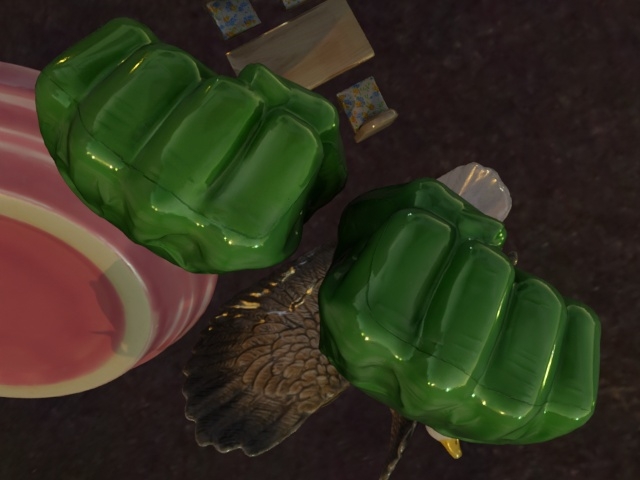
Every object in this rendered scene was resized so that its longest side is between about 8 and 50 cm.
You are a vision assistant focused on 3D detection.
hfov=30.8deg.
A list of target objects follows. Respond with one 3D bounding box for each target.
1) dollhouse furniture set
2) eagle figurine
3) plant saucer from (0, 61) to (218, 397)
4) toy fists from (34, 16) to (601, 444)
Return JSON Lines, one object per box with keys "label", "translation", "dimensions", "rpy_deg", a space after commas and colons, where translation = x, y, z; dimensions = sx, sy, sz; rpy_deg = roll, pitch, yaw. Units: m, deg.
{"label": "dollhouse furniture set", "translation": [-0.065, -0.170, 1.183], "dimensions": [0.242, 0.161, 0.212], "rpy_deg": [-28, 89, -5]}
{"label": "eagle figurine", "translation": [0.067, 0.075, 0.936], "dimensions": [0.298, 0.226, 0.225], "rpy_deg": [-5, 48, -50]}
{"label": "plant saucer", "translation": [-0.241, 0.015, 0.859], "dimensions": [0.332, 0.332, 0.084], "rpy_deg": [21, 47, -19]}
{"label": "toy fists", "translation": [0.000, 0.000, 0.520], "dimensions": [0.279, 0.142, 0.096], "rpy_deg": [35, 85, -2]}
